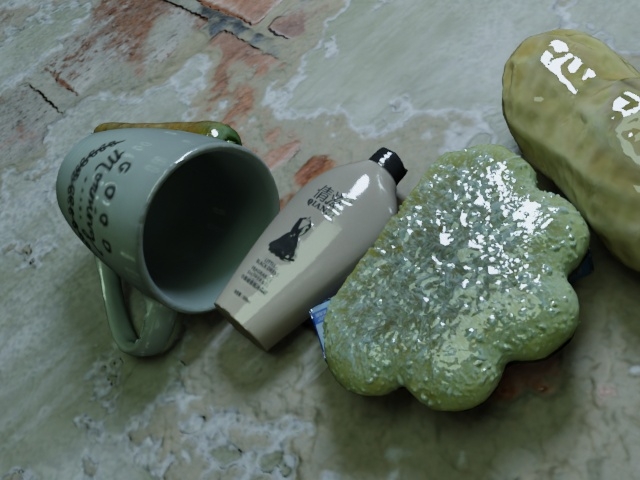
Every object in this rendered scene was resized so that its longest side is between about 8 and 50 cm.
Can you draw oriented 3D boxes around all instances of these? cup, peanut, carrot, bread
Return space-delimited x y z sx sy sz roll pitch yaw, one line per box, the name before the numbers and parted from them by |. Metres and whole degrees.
cup | -0.201 -0.004 0.892 0.234 0.186 0.258 19 93 42
peanut | 0.281 -0.097 0.745 0.152 0.152 0.313 -28 48 2
carrot | -0.229 -0.131 1.050 0.298 0.078 0.078 11 61 36
bread | 0.137 0.035 0.709 0.207 0.056 0.286 24 72 33

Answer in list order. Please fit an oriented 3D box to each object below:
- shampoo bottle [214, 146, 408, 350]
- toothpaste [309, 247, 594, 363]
shampoo bottle | 0.000 0.000 0.841 0.127 0.078 0.257 31 72 38
toothpaste | 0.126 0.050 0.767 0.272 0.053 0.066 -24 50 6
